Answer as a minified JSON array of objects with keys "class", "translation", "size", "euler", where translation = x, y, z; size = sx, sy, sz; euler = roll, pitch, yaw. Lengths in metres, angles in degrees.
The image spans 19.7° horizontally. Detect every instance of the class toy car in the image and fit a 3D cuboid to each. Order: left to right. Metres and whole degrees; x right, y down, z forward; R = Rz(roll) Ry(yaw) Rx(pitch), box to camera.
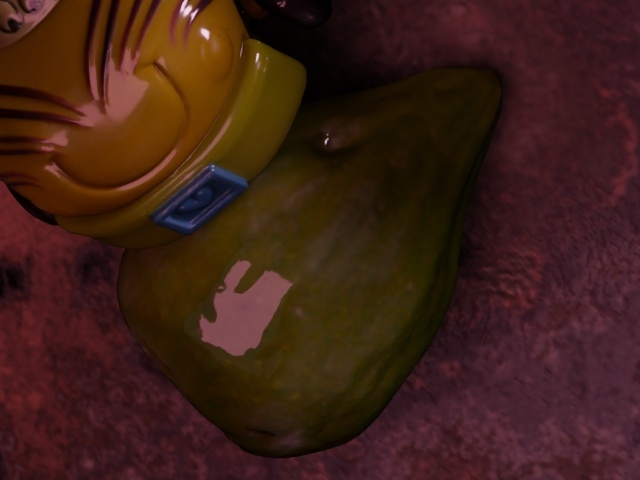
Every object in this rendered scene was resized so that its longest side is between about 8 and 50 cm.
[{"class":"toy car","translation":[-0.119,-0.123,0.922],"size":[0.200,0.142,0.248],"euler":[-42,53,21]}]

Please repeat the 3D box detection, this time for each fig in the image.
[{"class":"fig","translation":[-0.008,0.014,0.964],"size":[0.167,0.167,0.233],"euler":[46,129,3]}]
